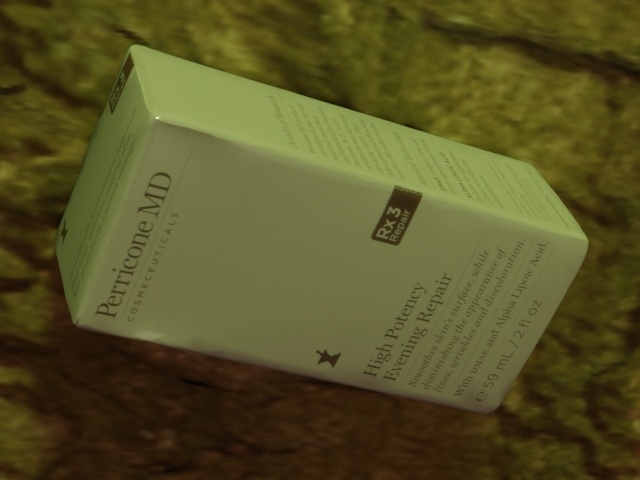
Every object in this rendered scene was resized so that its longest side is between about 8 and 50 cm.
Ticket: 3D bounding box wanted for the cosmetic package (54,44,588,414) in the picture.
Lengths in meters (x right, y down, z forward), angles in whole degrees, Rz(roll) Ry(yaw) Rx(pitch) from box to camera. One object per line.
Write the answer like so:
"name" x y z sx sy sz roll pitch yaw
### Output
"cosmetic package" 0.000 0.000 0.695 0.231 0.085 0.117 13 117 -24
